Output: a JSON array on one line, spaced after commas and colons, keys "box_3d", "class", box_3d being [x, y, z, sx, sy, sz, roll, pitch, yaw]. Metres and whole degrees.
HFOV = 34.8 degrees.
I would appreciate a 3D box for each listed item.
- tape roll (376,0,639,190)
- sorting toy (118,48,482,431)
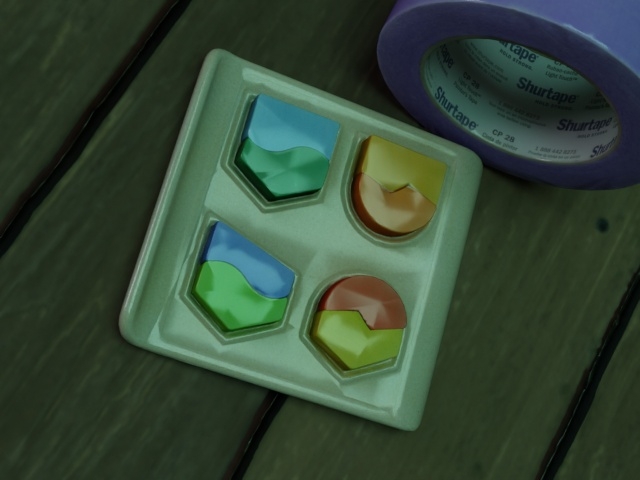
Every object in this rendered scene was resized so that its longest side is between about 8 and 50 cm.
[{"box_3d": [0.135, -0.114, 0.626, 0.189, 0.189, 0.080, 32, 71, -15], "class": "tape roll"}, {"box_3d": [0.000, 0.000, 0.635, 0.208, 0.038, 0.193, 21, 75, -19], "class": "sorting toy"}]
